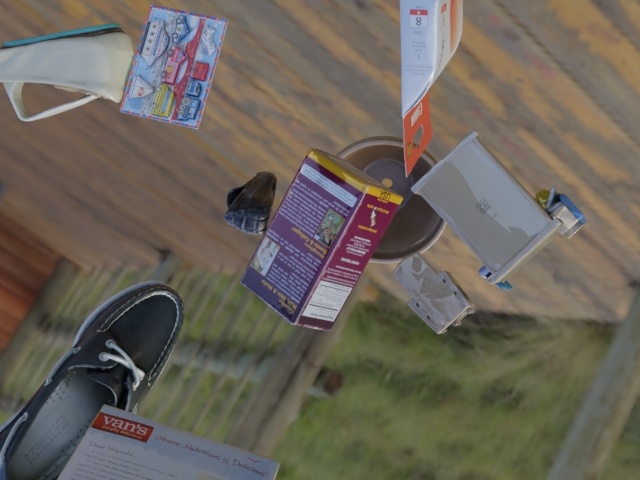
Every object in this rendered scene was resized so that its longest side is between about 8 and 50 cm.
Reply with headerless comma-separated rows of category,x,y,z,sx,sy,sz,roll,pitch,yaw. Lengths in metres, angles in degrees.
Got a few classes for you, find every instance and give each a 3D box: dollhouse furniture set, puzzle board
dollhouse furniture set,0.259,-0.016,2.103,0.198,0.286,0.303,49,-169,13
puzzle board,-0.163,-0.194,1.425,0.096,0.128,0.011,14,174,14

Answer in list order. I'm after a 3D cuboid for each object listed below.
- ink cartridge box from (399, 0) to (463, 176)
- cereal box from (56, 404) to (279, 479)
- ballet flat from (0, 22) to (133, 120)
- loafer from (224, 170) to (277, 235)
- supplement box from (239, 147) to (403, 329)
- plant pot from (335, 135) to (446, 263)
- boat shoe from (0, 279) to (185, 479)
ink cartridge box,0.113,-0.168,1.269,0.045,0.145,0.179,0,111,16
cereal box,-0.146,0.245,1.066,0.173,0.240,0.047,18,121,5
ballet flat,-0.286,-0.145,1.136,0.248,0.086,0.086,-2,153,13
loafer,-0.118,-0.071,2.166,0.078,0.076,0.223,13,-160,-2
supplement box,0.000,0.000,1.527,0.104,0.188,0.081,35,-168,35
plant pot,0.118,-0.086,2.320,0.237,0.237,0.110,31,-157,-5
boat shoe,-0.243,0.164,1.393,0.114,0.302,0.091,43,158,-17
